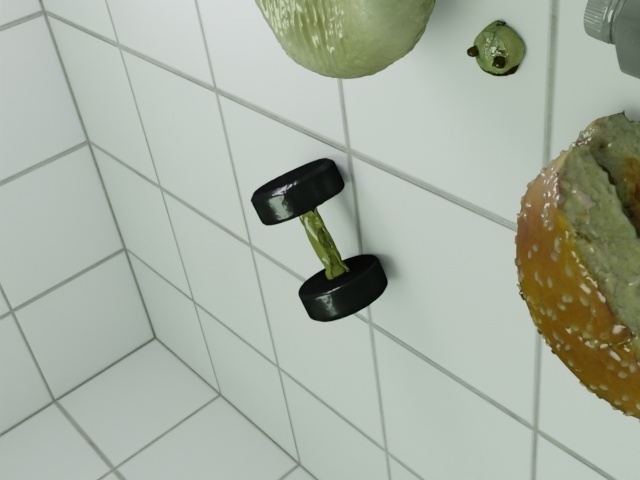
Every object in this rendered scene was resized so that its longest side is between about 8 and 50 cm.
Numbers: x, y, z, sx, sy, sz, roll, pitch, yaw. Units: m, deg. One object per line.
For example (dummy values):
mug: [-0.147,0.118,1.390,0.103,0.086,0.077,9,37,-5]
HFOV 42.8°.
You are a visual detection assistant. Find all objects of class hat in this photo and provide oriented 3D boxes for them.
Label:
hat: [0.267,-0.291,1.259,0.077,0.059,0.076,51,147,22]

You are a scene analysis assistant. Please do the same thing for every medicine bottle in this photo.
medicine bottle: [0.427,-0.263,0.999,0.188,0.088,0.132,35,145,36]

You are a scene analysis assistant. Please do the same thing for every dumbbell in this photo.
dumbbell: [0.000,0.000,1.817,0.203,0.203,0.322,-3,116,58]

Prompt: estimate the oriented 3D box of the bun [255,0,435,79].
bun: [0.039,-0.444,1.286,0.352,0.227,0.349,32,142,35]

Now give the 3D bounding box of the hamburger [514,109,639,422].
hamburger: [0.430,0.078,1.168,0.445,0.268,0.287,54,156,5]
